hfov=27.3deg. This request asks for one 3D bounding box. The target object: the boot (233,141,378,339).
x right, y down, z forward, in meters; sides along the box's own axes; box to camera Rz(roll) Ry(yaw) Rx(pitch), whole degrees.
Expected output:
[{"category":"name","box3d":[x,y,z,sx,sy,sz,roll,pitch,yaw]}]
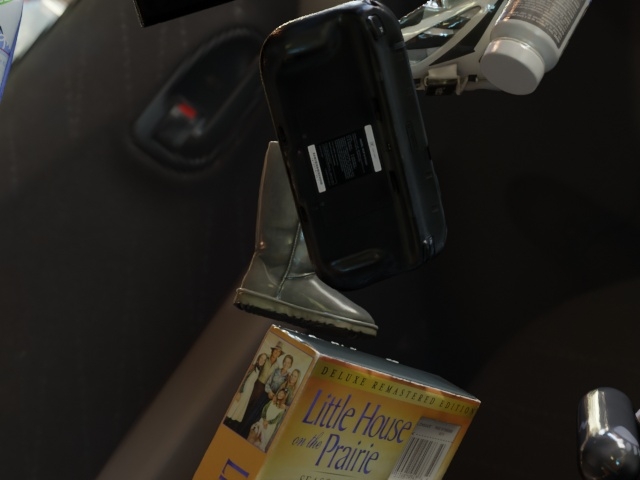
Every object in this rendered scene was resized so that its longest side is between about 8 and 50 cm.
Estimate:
[{"category":"boot","box3d":[0.001,0.000,1.565,0.076,0.190,0.208,114,173,-74]}]

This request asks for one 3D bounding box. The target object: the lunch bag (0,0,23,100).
[{"category":"lunch bag","box3d":[-0.446,-0.177,1.440,0.303,0.115,0.243,-15,61,47]}]

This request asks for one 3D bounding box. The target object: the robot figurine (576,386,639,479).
[{"category":"robot figurine","box3d":[0.253,0.187,0.780,0.174,0.209,0.278,-10,15,12]}]

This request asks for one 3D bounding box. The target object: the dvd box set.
[{"category":"dvd box set","box3d":[-0.038,0.290,1.118,0.062,0.308,0.420,28,93,32]}]

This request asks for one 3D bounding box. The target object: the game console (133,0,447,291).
[{"category":"game console","box3d":[-0.008,-0.131,0.893,0.213,0.361,0.044,-18,20,-7]}]

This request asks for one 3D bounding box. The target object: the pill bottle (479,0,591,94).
[{"category":"pill bottle","box3d":[0.226,-0.224,1.386,0.078,0.078,0.137,-14,40,59]}]

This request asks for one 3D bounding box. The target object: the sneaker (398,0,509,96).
[{"category":"sneaker","box3d":[0.153,-0.225,1.617,0.331,0.146,0.122,-31,7,10]}]
